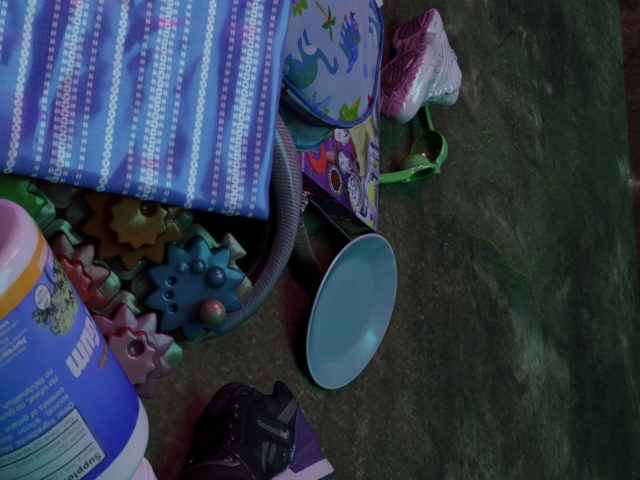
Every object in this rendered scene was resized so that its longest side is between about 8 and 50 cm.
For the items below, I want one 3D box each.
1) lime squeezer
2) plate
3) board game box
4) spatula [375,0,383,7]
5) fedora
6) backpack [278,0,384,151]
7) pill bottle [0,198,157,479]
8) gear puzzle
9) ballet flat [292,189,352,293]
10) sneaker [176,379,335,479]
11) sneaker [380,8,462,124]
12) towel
[{"bbox_3d":[0.127,-0.127,1.965,0.110,0.058,0.310,68,29,-28],"label":"lime squeezer"},{"bbox_3d":[0.030,0.080,1.676,0.188,0.024,0.188,-34,132,-47],"label":"plate"},{"bbox_3d":[0.013,-0.201,1.760,0.208,0.056,0.347,32,55,-54],"label":"board game box"},{"bbox_3d":[0.016,-0.330,1.737,0.242,0.019,0.168,-48,131,-57],"label":"spatula"},{"bbox_3d":[-0.148,-0.047,1.223,0.275,0.244,0.124,48,-5,-22],"label":"fedora"},{"bbox_3d":[-0.096,-0.218,1.337,0.356,0.273,0.290,69,20,-50],"label":"backpack"},{"bbox_3d":[-0.217,0.117,1.049,0.272,0.152,0.152,65,30,-32],"label":"pill bottle"},{"bbox_3d":[-0.198,-0.028,1.110,0.175,0.044,0.339,-44,112,-10],"label":"gear puzzle"},{"bbox_3d":[0.000,0.000,1.653,0.250,0.058,0.084,48,42,-50],"label":"ballet flat"},{"bbox_3d":[-0.092,0.203,1.381,0.283,0.107,0.124,-5,73,-69],"label":"sneaker"},{"bbox_3d":[0.146,-0.217,1.962,0.115,0.090,0.232,49,38,-22],"label":"sneaker"},{"bbox_3d":[-0.172,-0.161,1.088,0.336,0.040,0.243,11,81,-28],"label":"towel"}]
